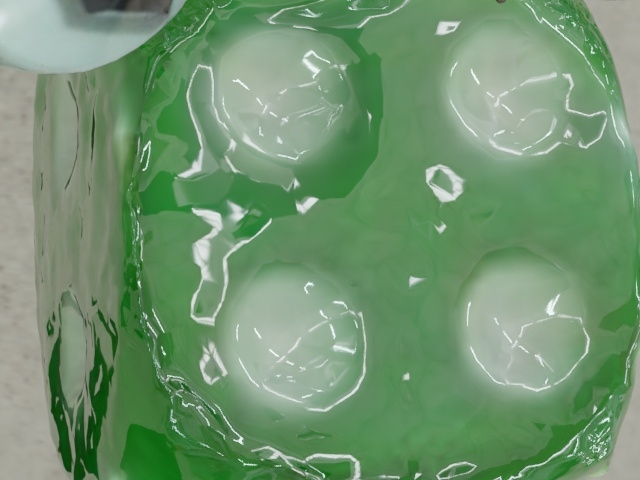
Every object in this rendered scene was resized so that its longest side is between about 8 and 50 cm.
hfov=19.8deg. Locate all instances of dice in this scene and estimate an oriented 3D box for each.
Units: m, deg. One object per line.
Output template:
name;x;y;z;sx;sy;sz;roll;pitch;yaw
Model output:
dice;0.000;0.000;1.029;0.297;0.287;0.300;-1;85;-15

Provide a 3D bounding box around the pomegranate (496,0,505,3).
pomegranate;0.095;-0.148;0.646;0.159;0.129;0.129;-20;107;-53

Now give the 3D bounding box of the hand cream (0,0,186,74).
hand cream;-0.141;-0.105;0.414;0.109;0.321;0.067;-51;137;-17
